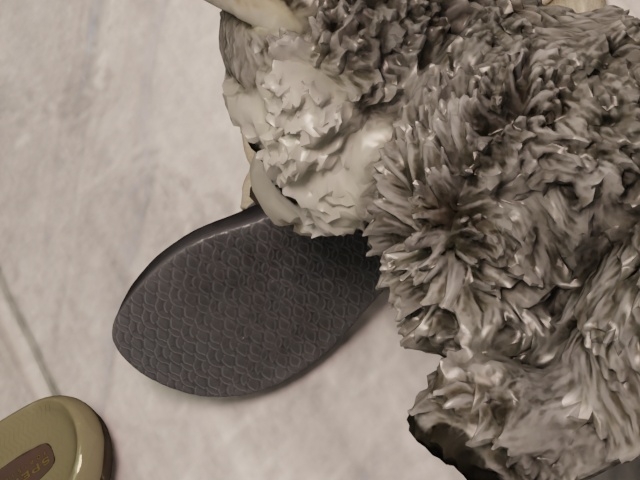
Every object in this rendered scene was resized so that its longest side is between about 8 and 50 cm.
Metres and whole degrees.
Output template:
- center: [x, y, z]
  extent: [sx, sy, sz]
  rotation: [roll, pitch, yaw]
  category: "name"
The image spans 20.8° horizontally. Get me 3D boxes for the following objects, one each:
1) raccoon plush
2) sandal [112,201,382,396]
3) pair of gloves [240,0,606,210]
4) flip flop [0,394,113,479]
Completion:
- center: [0.154, -0.090, 0.758]
  extent: [0.446, 0.216, 0.299]
  rotation: [-29, 84, 19]
  category: "raccoon plush"
- center: [0.001, 0.000, 0.953]
  extent: [0.254, 0.097, 0.054]
  rotation: [-34, 17, 13]
  category: "sandal"
- center: [0.052, -0.126, 0.996]
  extent: [0.240, 0.042, 0.204]
  rotation: [-16, 62, 21]
  category: "pair of gloves"
- center: [-0.241, 0.180, 0.998]
  extent: [0.277, 0.080, 0.112]
  rotation: [-36, 56, 10]
  category: "flip flop"
